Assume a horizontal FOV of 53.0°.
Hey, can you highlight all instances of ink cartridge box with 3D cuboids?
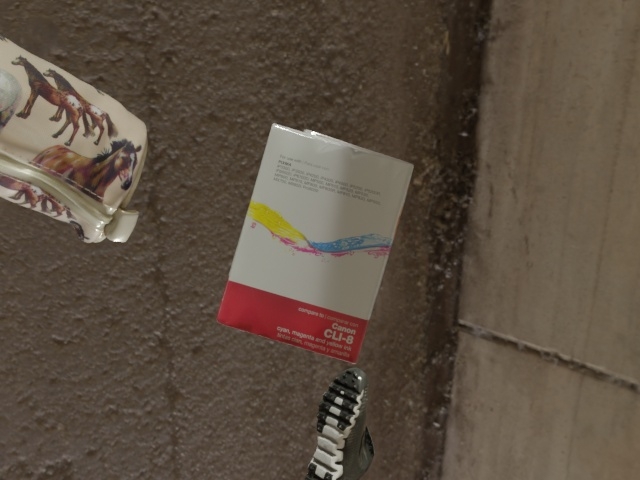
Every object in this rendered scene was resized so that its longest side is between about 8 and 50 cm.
[{"bbox_3d":[0.000,0.000,0.587,0.128,0.128,0.176,-13,119,-84],"label":"ink cartridge box"}]

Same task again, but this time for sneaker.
[{"bbox_3d":[0.045,0.322,1.056,0.106,0.078,0.234,13,91,-44],"label":"sneaker"}]

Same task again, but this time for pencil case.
[{"bbox_3d":[-0.369,-0.138,0.648,0.410,0.183,0.160,29,125,-35],"label":"pencil case"}]
